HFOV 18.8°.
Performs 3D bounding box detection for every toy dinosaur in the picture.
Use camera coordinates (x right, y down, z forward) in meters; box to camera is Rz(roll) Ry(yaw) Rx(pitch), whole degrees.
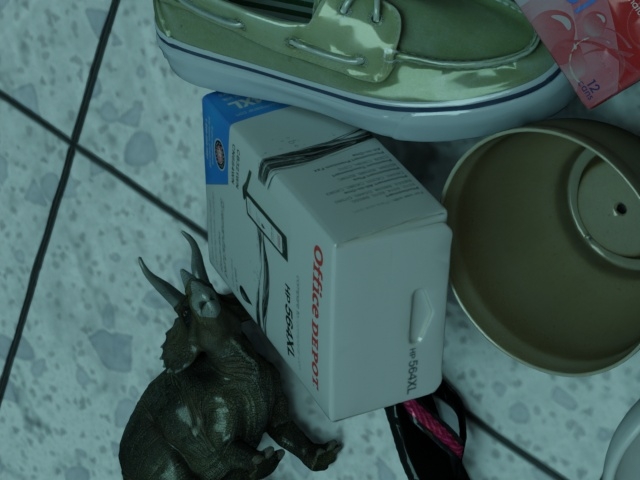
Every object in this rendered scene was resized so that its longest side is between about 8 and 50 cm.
[{"bbox_3d":[-0.090,0.150,1.479,0.160,0.121,0.313,49,132,27],"label":"toy dinosaur"}]

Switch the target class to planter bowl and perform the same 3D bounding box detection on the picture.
[{"bbox_3d":[0.170,-0.007,1.222,0.162,0.109,0.162,16,118,34],"label":"planter bowl"}]

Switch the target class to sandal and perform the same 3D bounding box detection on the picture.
[{"bbox_3d":[0.074,0.116,1.365,0.040,0.067,0.179,-24,89,27],"label":"sandal"}]

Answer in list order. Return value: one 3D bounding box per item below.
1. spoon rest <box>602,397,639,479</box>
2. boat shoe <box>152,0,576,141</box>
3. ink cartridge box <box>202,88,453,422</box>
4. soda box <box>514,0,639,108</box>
[{"bbox_3d":[0.260,0.079,1.189,0.084,0.137,0.276,-123,45,-56],"label":"spoon rest"},{"bbox_3d":[0.020,-0.137,1.254,0.302,0.109,0.094,8,147,21],"label":"boat shoe"},{"bbox_3d":[0.000,0.000,1.293,0.203,0.086,0.148,-131,33,-48],"label":"ink cartridge box"},{"bbox_3d":[0.133,-0.216,1.164,0.092,0.083,0.263,-32,96,31],"label":"soda box"}]
